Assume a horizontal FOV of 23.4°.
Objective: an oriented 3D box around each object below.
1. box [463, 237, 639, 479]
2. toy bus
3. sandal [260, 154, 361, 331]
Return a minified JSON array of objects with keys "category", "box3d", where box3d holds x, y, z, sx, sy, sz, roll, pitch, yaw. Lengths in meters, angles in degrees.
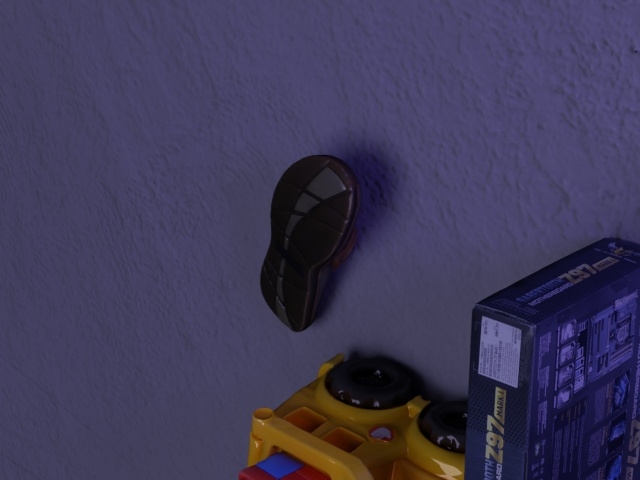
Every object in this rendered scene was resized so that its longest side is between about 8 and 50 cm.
[{"category":"box","box3d":[0.183,0.133,1.165,0.059,0.183,0.233,19,118,38]},{"category":"toy bus","box3d":[0.032,0.215,1.318,0.220,0.211,0.149,23,118,33]},{"category":"sandal","box3d":[0.000,0.000,1.381,0.090,0.060,0.219,47,146,27]}]
